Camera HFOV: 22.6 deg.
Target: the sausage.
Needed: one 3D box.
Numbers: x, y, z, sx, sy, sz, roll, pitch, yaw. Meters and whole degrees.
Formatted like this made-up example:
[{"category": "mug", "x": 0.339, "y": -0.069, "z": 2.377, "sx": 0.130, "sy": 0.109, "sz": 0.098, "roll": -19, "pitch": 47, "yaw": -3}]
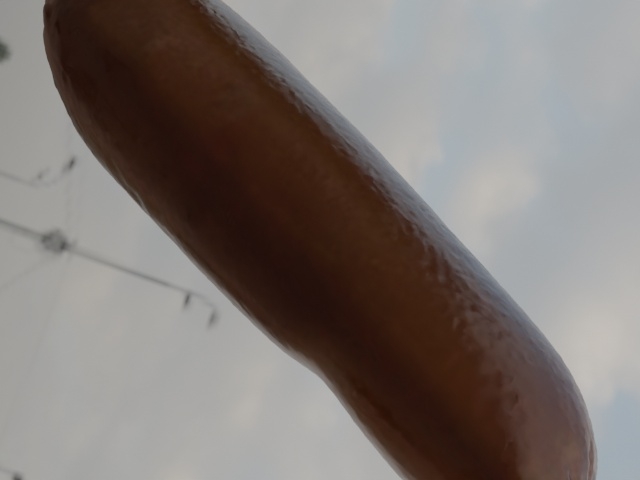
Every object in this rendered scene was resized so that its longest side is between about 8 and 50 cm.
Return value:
[{"category": "sausage", "x": 0.000, "y": 0.000, "z": 0.608, "sx": 0.083, "sy": 0.300, "sz": 0.089, "roll": -38, "pitch": 160, "yaw": -16}]
